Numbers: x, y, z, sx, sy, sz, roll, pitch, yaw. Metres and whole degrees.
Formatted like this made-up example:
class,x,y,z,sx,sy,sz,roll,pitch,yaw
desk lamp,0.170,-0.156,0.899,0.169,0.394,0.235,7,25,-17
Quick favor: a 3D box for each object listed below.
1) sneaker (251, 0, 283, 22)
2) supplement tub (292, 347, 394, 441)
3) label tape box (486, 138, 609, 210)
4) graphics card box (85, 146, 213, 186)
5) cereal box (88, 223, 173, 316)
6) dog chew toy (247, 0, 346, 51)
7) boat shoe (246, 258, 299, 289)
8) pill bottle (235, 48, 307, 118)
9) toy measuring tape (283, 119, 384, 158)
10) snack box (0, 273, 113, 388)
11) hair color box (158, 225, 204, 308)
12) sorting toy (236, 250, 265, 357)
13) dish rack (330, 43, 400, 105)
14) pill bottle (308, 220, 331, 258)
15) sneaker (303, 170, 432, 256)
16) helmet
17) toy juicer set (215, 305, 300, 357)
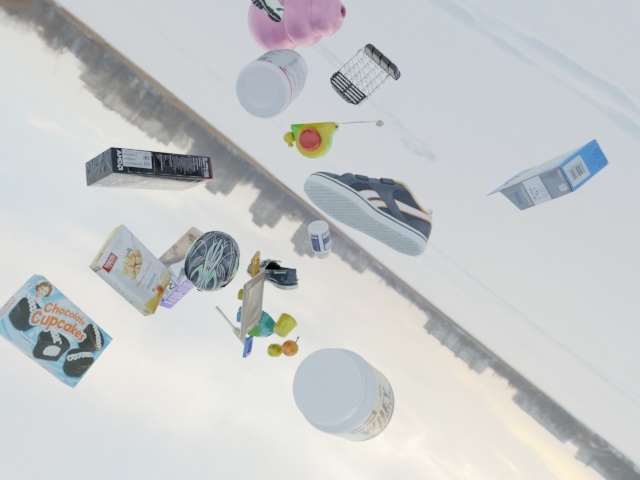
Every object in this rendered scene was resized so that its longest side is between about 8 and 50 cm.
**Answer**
class,x,y,z,sx,sy,sz,roll,pitch,yaw
sneaker,-0.135,-0.603,1.318,0.040,0.044,0.109,0,157,41
supplement tub,0.071,0.451,1.521,0.235,0.235,0.325,40,175,33
label tape box,0.799,-0.213,1.852,0.106,0.240,0.333,59,152,-1
graphics card box,-0.595,-0.242,1.822,0.370,0.094,0.232,-3,176,-43
cereal box,-0.567,0.092,1.583,0.240,0.047,0.173,54,-149,-34
dog chew toy,-0.072,-0.718,1.683,0.331,0.207,0.206,6,164,31
boat shoe,-0.167,0.104,1.778,0.095,0.079,0.254,-7,-165,-37
pill bottle,-0.134,-0.479,1.557,0.160,0.160,0.283,38,-149,-9
toy measuring tape,0.039,-0.318,1.652,0.330,0.122,0.121,0,171,16
snack box,-0.793,0.273,1.552,0.060,0.187,0.322,4,139,37
hair color box,-0.624,0.122,2.338,0.185,0.339,0.110,47,180,24
sorting toy,-0.226,0.195,1.653,0.047,0.348,0.196,9,-164,9
dish rack,0.186,-0.708,2.253,0.208,0.271,0.074,47,178,17
pill bottle,0.000,0.000,1.699,0.067,0.067,0.120,41,151,45
sneaker,0.118,-0.090,1.216,0.321,0.128,0.126,30,156,-11
helmet,-0.309,0.061,1.490,0.169,0.169,0.161,38,155,-2
toy juicer set,-0.204,0.319,1.862,0.328,0.089,0.209,8,132,33
